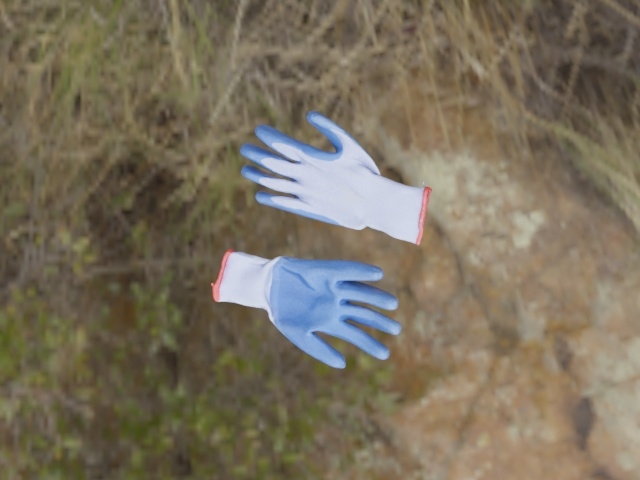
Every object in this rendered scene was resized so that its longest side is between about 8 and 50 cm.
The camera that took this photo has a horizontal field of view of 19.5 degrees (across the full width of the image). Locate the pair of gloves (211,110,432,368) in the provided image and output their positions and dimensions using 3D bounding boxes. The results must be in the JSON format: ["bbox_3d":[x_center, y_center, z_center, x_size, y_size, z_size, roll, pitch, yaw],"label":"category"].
[{"bbox_3d":[0.000,0.000,1.437,0.159,0.023,0.198,19,114,13],"label":"pair of gloves"}]
